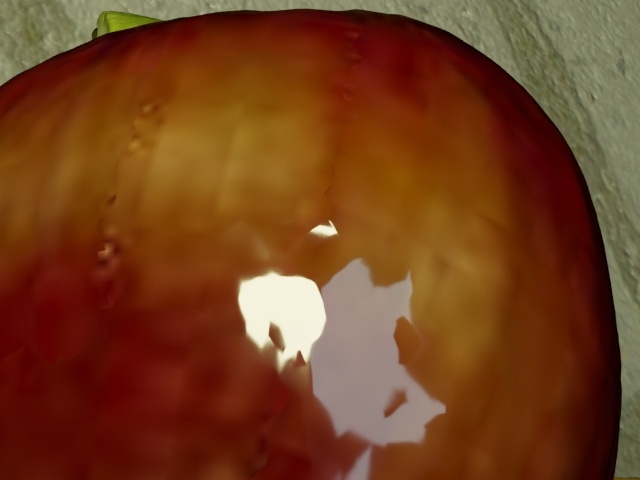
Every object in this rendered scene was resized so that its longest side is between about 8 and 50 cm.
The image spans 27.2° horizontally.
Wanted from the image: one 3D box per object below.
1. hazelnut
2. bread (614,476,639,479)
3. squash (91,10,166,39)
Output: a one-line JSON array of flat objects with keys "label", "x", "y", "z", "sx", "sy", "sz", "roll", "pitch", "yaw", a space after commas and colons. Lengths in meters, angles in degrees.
[{"label": "hazelnut", "x": -0.054, "y": 0.090, "z": 0.636, "sx": 0.421, "sy": 0.420, "sz": 0.353, "roll": -55, "pitch": 128, "yaw": -31}, {"label": "bread", "x": 0.212, "y": 0.287, "z": 0.800, "sx": 0.375, "sy": 0.236, "sz": 0.165, "roll": 38, "pitch": 57, "yaw": -3}, {"label": "squash", "x": -0.037, "y": -0.078, "z": 0.937, "sx": 0.252, "sy": 0.093, "sz": 0.169, "roll": 11, "pitch": 63, "yaw": -18}]
